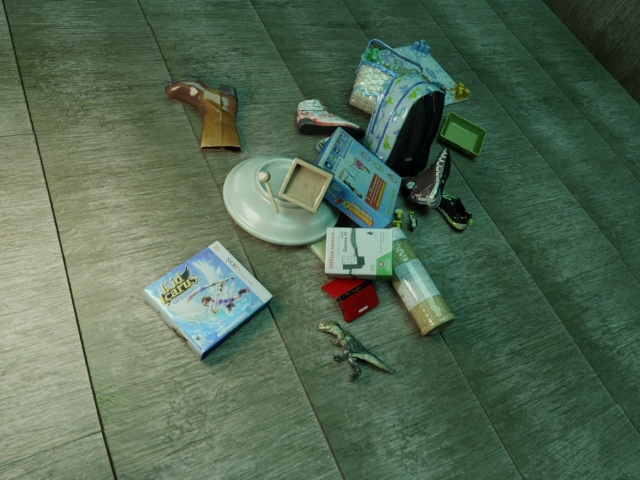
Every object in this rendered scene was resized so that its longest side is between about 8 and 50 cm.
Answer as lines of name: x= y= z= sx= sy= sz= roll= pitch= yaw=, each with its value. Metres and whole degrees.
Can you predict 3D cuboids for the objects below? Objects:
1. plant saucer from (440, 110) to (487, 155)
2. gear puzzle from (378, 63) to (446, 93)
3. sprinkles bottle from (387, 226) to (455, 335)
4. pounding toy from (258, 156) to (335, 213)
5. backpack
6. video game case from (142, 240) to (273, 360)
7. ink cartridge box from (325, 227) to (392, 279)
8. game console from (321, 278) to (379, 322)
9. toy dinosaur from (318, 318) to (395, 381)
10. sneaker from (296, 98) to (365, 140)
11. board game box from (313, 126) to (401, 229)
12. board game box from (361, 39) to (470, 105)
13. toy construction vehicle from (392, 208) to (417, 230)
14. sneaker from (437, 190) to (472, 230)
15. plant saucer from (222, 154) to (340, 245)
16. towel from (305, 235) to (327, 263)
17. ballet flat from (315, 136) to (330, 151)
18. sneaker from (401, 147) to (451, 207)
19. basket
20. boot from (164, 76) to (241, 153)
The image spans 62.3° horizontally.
plant saucer: x=0.609 y=-0.449 z=2.278 sx=0.189 sy=0.045 sz=0.188 roll=28 pitch=52 yaw=0
gear puzzle: x=0.396 y=-0.700 z=2.309 sx=0.339 sy=0.044 sz=0.175 roll=23 pitch=52 yaw=-4
sprinkles bottle: x=0.294 y=0.129 z=1.709 sx=0.121 sy=0.121 sz=0.355 roll=-15 pitch=63 yaw=-29
pounding toy: x=-0.088 y=-0.166 z=1.629 sx=0.206 sy=0.181 sz=0.094 roll=26 pitch=13 yaw=0
backpack: x=0.313 y=-0.431 z=1.959 sx=0.290 sy=0.355 sz=0.273 roll=-18 pitch=64 yaw=-29
video game case: x=-0.315 y=0.160 z=1.498 sx=0.244 sy=0.061 sz=0.270 roll=43 pitch=53 yaw=12
ink cartridge box: x=0.120 y=0.041 z=1.658 sx=0.209 sy=0.087 sz=0.152 roll=1 pitch=76 yaw=6
game console: x=0.095 y=0.175 z=1.672 sx=0.144 sy=0.085 sz=0.124 roll=-26 pitch=100 yaw=-32
toy dinosaur: x=0.095 y=0.333 z=1.535 sx=0.268 sy=0.064 sz=0.118 roll=38 pitch=46 yaw=3
sneaker: x=0.040 y=-0.472 z=2.051 sx=0.270 sy=0.090 sz=0.144 roll=4 pitch=58 yaw=-15
board game box: x=0.121 y=-0.208 z=1.816 sx=0.302 sy=0.086 sz=0.308 roll=38 pitch=37 yaw=-11
board game box: x=0.443 y=-0.763 z=2.431 sx=0.390 sy=0.050 sz=0.389 roll=-21 pitch=67 yaw=-31
toy construction vehicle: x=0.302 y=-0.067 z=1.910 sx=0.086 sy=0.035 sz=0.098 roll=2 pitch=53 yaw=-6
sneaker: x=0.491 y=-0.143 z=1.988 sx=0.084 sy=0.097 sz=0.234 roll=-24 pitch=68 yaw=-33
plant saucer: x=-0.117 y=-0.166 z=1.754 sx=0.401 sy=0.100 sz=0.400 roll=10 pitch=50 yaw=-12
towel: x=0.000 y=0.000 z=1.749 sx=0.148 sy=0.027 sz=0.110 roll=44 pitch=52 yaw=12
ballet flat: x=0.075 y=-0.366 z=2.008 sx=0.189 sy=0.070 sz=0.070 roll=-9 pitch=60 yaw=-26
sneaker: x=0.389 y=-0.245 z=1.987 sx=0.163 sy=0.106 sz=0.281 roll=5 pitch=51 yaw=26
basket: x=0.256 y=-0.657 z=2.171 sx=0.255 sy=0.201 sz=0.288 roll=30 pitch=83 yaw=0
boot: x=-0.417 y=-0.431 z=1.875 sx=0.264 sy=0.096 sz=0.280 roll=7 pitch=62 yaw=-26
